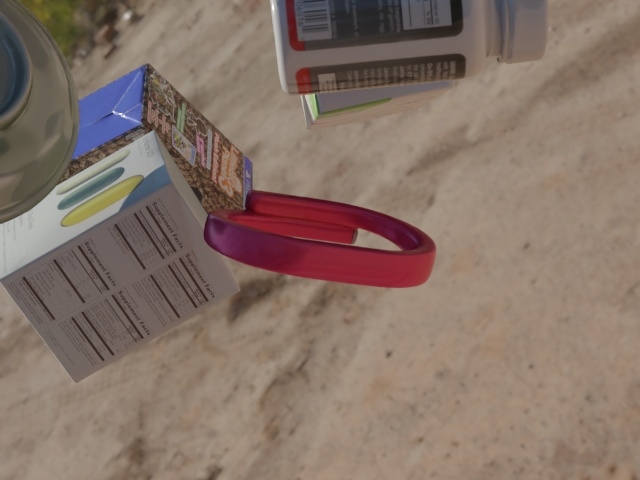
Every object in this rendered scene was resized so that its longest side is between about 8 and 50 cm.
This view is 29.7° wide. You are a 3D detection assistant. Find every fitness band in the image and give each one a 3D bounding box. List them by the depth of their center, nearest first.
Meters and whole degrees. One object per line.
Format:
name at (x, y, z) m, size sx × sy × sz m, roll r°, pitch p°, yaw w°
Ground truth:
fitness band at (0.000, 0.000, 1.489) m, size 0.209 × 0.290 × 0.054 m, roll -129°, pitch 49°, yaw -65°

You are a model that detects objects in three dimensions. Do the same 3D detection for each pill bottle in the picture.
pill bottle at (0.092, -0.248, 1.298) m, size 0.283 × 0.161 × 0.161 m, roll -5°, pitch 32°, yaw 2°

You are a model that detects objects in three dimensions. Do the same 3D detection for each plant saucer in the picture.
plant saucer at (-0.484, -0.210, 1.531) m, size 0.100 × 0.400 × 0.400 m, roll -38°, pitch 23°, yaw 50°

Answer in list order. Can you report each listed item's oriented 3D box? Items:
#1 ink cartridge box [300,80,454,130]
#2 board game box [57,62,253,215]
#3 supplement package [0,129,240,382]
ink cartridge box at (0.071, -0.253, 1.861) m, size 0.207 × 0.119 × 0.353 m, roll -12°, pitch 1°, yaw -4°
board game box at (-0.287, -0.113, 1.993) m, size 0.232 × 0.291 × 0.141 m, roll -24°, pitch 47°, yaw 24°
supplement package at (-0.286, 0.019, 1.686) m, size 0.262 × 0.198 × 0.199 m, roll -30°, pitch 29°, yaw 0°
